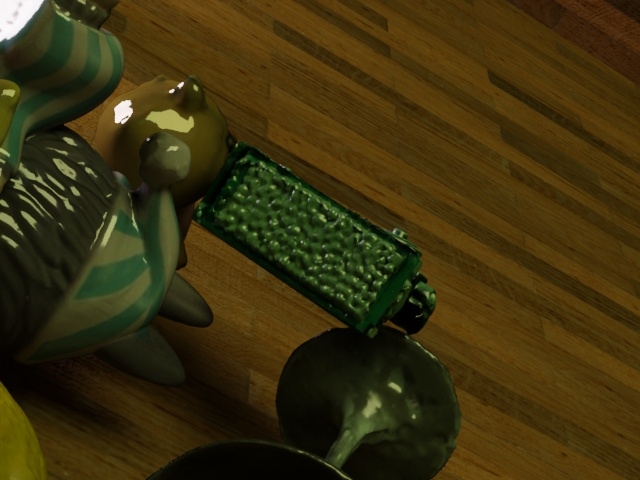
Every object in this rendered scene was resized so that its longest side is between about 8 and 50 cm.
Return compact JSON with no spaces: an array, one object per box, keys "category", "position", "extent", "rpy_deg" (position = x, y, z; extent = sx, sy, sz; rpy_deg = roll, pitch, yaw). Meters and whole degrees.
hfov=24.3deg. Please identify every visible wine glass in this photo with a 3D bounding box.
[{"category":"wine glass","position":[-0.004,0.235,1.413],"extent":[0.267,0.267,0.406],"rpy_deg":[38,21,1]}]

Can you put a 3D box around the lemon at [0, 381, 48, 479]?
[{"category":"lemon","position":[-0.329,0.192,1.056],"extent":[0.322,0.268,0.268],"rpy_deg":[-1,46,-52]}]

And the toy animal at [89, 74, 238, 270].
[{"category":"toy animal","position":[-0.192,-0.070,1.612],"extent":[0.169,0.281,0.195],"rpy_deg":[-6,51,-52]}]

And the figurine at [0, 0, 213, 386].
[{"category":"figurine","position":[-0.239,-0.039,1.469],"extent":[0.378,0.361,0.266],"rpy_deg":[37,-3,-38]}]

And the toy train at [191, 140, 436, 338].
[{"category":"toy train","position":[0.000,0.000,1.543],"extent":[0.269,0.115,0.154],"rpy_deg":[34,-2,20]}]
